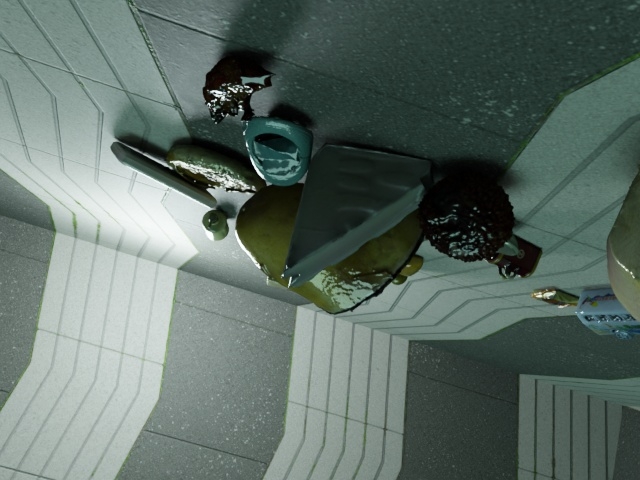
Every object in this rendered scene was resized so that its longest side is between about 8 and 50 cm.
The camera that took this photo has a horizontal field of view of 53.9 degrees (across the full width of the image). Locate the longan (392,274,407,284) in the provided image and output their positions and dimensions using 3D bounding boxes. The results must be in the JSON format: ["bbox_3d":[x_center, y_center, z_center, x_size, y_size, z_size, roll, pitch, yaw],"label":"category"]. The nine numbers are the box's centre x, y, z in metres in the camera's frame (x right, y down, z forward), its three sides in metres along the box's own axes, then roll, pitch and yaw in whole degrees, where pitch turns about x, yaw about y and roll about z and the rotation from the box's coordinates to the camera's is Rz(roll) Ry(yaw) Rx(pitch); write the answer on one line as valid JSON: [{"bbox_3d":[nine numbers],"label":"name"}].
[{"bbox_3d":[0.237,0.113,2.003,0.075,0.083,0.075,54,172,11],"label":"longan"}]

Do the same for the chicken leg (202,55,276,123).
[{"bbox_3d":[-0.148,-0.260,1.079,0.105,0.063,0.234,15,165,-16],"label":"chicken leg"}]

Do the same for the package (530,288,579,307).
[{"bbox_3d":[0.687,0.170,1.831,0.121,0.031,0.108,21,165,-18],"label":"package"}]

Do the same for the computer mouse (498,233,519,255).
[{"bbox_3d":[0.371,-0.018,1.429,0.182,0.056,0.089,18,160,39],"label":"computer mouse"}]

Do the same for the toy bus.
[{"bbox_3d":[0.819,0.178,1.596,0.136,0.109,0.330,33,160,-18],"label":"toy bus"}]

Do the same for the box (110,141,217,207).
[{"bbox_3d":[-0.405,-0.170,1.637,0.285,0.044,0.142,29,-175,-35],"label":"box"}]

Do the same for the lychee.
[{"bbox_3d":[0.285,-0.046,1.206,0.188,0.188,0.188,15,165,4],"label":"lychee"}]

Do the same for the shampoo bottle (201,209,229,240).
[{"bbox_3d":[-0.335,-0.054,2.001,0.079,0.079,0.162,16,165,0],"label":"shampoo bottle"}]

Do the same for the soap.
[{"bbox_3d":[0.085,-0.029,1.241,0.258,0.302,0.159,12,162,6],"label":"soap"}]

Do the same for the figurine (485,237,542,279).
[{"bbox_3d":[0.443,0.043,1.502,0.154,0.098,0.082,20,169,-25],"label":"figurine"}]

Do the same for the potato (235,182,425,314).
[{"bbox_3d":[-0.007,-0.021,1.426,0.296,0.289,0.397,37,146,-25],"label":"potato"}]

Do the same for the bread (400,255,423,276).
[{"bbox_3d":[0.261,0.078,1.895,0.082,0.056,0.115,17,165,-6],"label":"bread"}]

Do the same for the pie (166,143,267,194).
[{"bbox_3d":[-0.260,-0.168,1.554,0.274,0.055,0.274,16,171,3],"label":"pie"}]

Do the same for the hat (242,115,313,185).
[{"bbox_3d":[-0.082,-0.195,1.236,0.138,0.077,0.191,9,146,4],"label":"hat"}]

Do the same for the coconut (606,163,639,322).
[{"bbox_3d":[0.573,0.008,0.906,0.298,0.297,0.309,8,162,28],"label":"coconut"}]

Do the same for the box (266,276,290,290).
[{"bbox_3d":[-0.053,0.093,2.062,0.212,0.168,0.095,17,167,-3],"label":"box"}]
